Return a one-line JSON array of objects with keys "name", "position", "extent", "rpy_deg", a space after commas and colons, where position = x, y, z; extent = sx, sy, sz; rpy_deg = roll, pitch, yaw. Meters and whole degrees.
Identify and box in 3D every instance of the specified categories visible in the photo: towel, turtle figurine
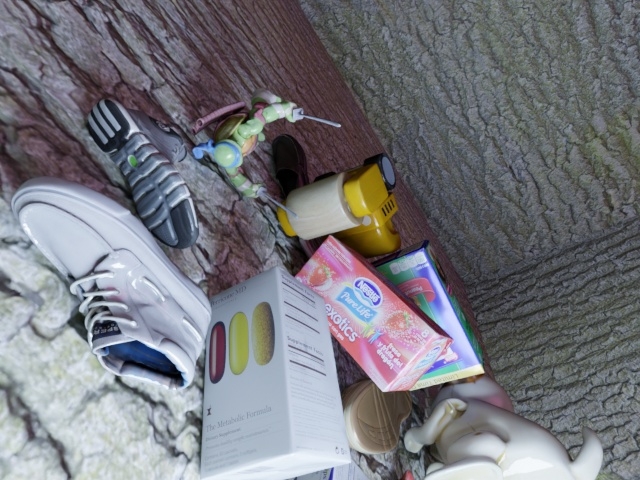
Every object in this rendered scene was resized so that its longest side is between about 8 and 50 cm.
[{"name": "towel", "position": [0.000, 0.000, 1.034], "extent": [0.144, 0.029, 0.197], "rpy_deg": [60, 23, -26]}, {"name": "turtle figurine", "position": [-0.106, -0.192, 0.823], "extent": [0.266, 0.275, 0.197], "rpy_deg": [-93, -177, -53]}]

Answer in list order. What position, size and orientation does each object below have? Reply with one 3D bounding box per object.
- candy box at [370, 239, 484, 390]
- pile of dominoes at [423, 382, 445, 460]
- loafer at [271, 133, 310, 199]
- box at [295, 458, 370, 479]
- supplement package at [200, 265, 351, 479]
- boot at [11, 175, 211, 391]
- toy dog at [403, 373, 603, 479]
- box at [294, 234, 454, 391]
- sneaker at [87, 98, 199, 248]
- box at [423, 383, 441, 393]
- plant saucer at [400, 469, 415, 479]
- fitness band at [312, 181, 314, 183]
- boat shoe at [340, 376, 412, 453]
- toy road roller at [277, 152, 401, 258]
[{"name": "candy box", "position": [0.210, 0.198, 0.993], "extent": [0.317, 0.268, 0.122], "rpy_deg": [63, 25, -2]}, {"name": "pile of dominoes", "position": [0.363, 0.518, 1.207], "extent": [0.196, 0.040, 0.251], "rpy_deg": [41, 43, -22]}, {"name": "loafer", "position": [-0.078, -0.184, 1.023], "extent": [0.078, 0.080, 0.220], "rpy_deg": [15, 52, -63]}, {"name": "box", "position": [0.023, 0.406, 0.598], "extent": [0.137, 0.072, 0.126], "rpy_deg": [56, 23, -20]}, {"name": "supplement package", "position": [-0.067, 0.184, 0.555], "extent": [0.134, 0.139, 0.244], "rpy_deg": [41, 29, -46]}, {"name": "boot", "position": [-0.213, 0.056, 0.419], "extent": [0.258, 0.095, 0.123], "rpy_deg": [50, 18, -34]}, {"name": "toy dog", "position": [0.392, 0.467, 0.962], "extent": [0.284, 0.395, 0.408], "rpy_deg": [47, 9, -4]}, {"name": "box", "position": [0.100, 0.145, 0.817], "extent": [0.300, 0.142, 0.154], "rpy_deg": [44, 8, 35]}, {"name": "sneaker", "position": [-0.225, -0.103, 0.596], "extent": [0.228, 0.086, 0.132], "rpy_deg": [61, 19, -5]}, {"name": "box", "position": [0.391, 0.467, 1.345], "extent": [0.102, 0.087, 0.101], "rpy_deg": [59, 22, -8]}, {"name": "plant saucer", "position": [0.193, 0.639, 0.758], "extent": [0.259, 0.048, 0.258], "rpy_deg": [61, 22, -4]}, {"name": "fitness band", "position": [0.067, -0.071, 1.274], "extent": [0.290, 0.054, 0.209], "rpy_deg": [58, 25, -10]}, {"name": "boat shoe", "position": [0.093, 0.336, 0.789], "extent": [0.341, 0.110, 0.121], "rpy_deg": [24, 52, -63]}, {"name": "toy road roller", "position": [0.078, -0.050, 0.946], "extent": [0.329, 0.203, 0.240], "rpy_deg": [-40, 111, -58]}]
